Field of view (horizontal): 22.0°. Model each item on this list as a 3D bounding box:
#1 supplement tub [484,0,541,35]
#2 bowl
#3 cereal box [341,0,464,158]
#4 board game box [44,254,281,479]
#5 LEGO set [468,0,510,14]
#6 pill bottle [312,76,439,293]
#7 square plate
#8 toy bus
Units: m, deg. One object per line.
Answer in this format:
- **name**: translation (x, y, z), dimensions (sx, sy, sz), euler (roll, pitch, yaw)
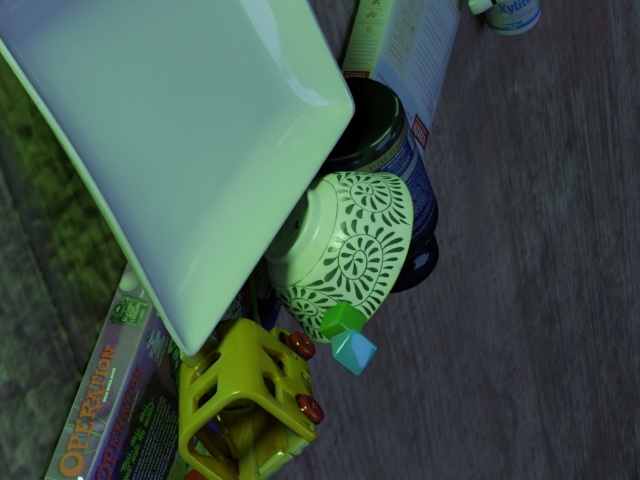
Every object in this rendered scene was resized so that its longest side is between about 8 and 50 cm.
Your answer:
- **supplement tub**: translation (0.227, -0.311, 2.014), dimensions (0.071, 0.071, 0.107), euler (-64, 147, -33)
- **bowl**: translation (0.000, 0.000, 1.488), dimensions (0.080, 0.170, 0.170), euler (27, 68, -29)
- **cereal box**: translation (0.093, -0.229, 1.795), dimensions (0.173, 0.047, 0.240), euler (47, 55, -57)
- **board game box**: translation (-0.118, 0.093, 1.457), dimensions (0.208, 0.056, 0.347), euler (59, 44, -56)
- **LEGO set**: translation (0.210, -0.377, 1.881), dimensions (0.087, 0.093, 0.227), euler (56, 32, -48)
- **pill bottle**: translation (0.051, -0.050, 1.669), dimensions (0.123, 0.123, 0.219), euler (-64, 147, -33)
- **square plate**: translation (-0.116, -0.142, 1.349), dimensions (0.347, 0.049, 0.344), euler (-58, 133, -40)
- **toy bus**: translation (-0.069, 0.118, 1.388), dimensions (0.104, 0.202, 0.191), euler (40, 62, -23)
